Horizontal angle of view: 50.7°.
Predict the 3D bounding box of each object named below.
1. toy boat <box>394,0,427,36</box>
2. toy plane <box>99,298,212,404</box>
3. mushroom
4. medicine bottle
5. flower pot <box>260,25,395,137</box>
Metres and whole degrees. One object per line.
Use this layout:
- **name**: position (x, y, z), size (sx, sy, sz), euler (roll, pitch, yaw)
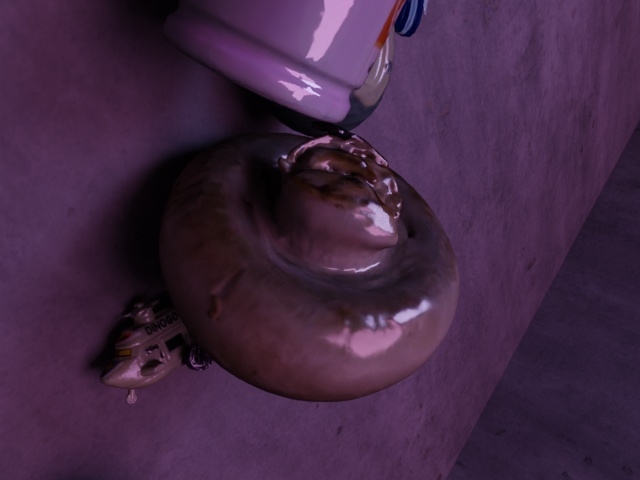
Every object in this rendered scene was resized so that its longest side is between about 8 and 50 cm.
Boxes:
- **toy boat**: position (0.177, -0.458, 1.074), size (0.291, 0.067, 0.221), euler (-42, 139, -40)
- **toy plane**: position (-0.167, 0.102, 0.877), size (0.286, 0.092, 0.108), euler (-30, 106, -42)
- **mushroom**: position (0.000, 0.000, 0.782), size (0.362, 0.362, 0.295), euler (-28, 154, -46)
- **medicine bottle**: position (0.002, -0.292, 0.632), size (0.202, 0.202, 0.316), euler (4, 118, -57)
- **flower pot**: position (0.003, -0.250, 0.844), size (0.189, 0.157, 0.243), euler (-33, 130, -46)
